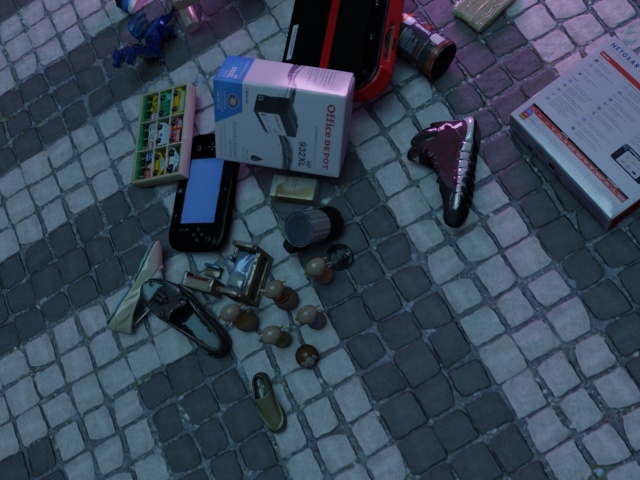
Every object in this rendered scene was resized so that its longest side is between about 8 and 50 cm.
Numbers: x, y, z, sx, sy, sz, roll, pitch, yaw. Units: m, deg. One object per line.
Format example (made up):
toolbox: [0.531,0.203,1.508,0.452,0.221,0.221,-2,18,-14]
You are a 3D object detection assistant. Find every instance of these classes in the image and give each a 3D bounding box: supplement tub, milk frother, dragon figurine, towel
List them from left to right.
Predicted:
dragon figurine: [-0.468,-0.578,1.971,0.085,0.144,0.289,20,79,19]
milk frother: [0.000,0.000,1.668,0.143,0.134,0.129,35,115,25]
supplement tub: [0.233,-0.494,1.777,0.198,0.106,0.106,42,87,22]
towel: [0.414,-0.598,1.804,0.148,0.027,0.110,-45,69,-3]

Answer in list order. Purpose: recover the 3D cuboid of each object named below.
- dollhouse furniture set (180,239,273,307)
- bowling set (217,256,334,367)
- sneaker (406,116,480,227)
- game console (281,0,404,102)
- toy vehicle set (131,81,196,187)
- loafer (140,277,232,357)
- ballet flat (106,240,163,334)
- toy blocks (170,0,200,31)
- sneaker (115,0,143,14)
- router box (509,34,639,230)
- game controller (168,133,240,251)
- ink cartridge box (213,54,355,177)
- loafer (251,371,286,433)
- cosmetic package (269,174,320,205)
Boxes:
dollhouse furniture set: [-0.233,0.067,1.713,0.183,0.129,0.129,13,77,18]
bowling set: [-0.060,0.179,1.618,0.287,0.154,0.200,-34,67,3]
sneaker: [0.275,-0.160,1.674,0.162,0.106,0.281,4,65,22]
game console: [0.048,-0.518,1.815,0.342,0.060,0.387,-3,70,40]
toy vehicle set: [-0.414,-0.278,1.898,0.166,0.035,0.267,-9,69,27]
loafer: [-0.321,0.175,1.699,0.267,0.084,0.096,37,82,8]
ballet flat: [-0.440,0.123,1.788,0.086,0.086,0.248,26,83,21]
toy blocks: [-0.317,-0.777,1.896,0.288,0.309,0.260,-24,75,2]
sneaker: [-0.542,-0.737,2.086,0.084,0.058,0.152,26,88,12]
router box: [0.648,-0.242,1.599,0.301,0.082,0.335,-36,68,1]
game controller: [-0.293,-0.123,1.823,0.166,0.067,0.319,2,73,16]
ink cartridge box: [-0.086,-0.291,1.692,0.307,0.223,0.129,9,39,6]
loafer: [-0.124,0.369,1.631,0.056,0.050,0.148,-30,68,5]
cosmetic package: [-0.063,-0.125,1.775,0.115,0.041,0.060,6,74,17]
